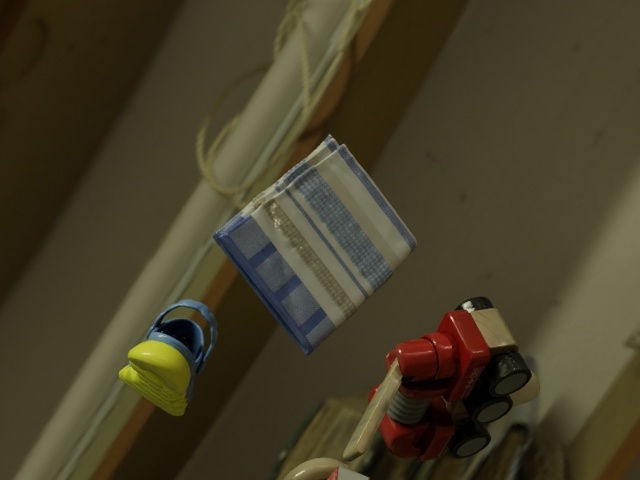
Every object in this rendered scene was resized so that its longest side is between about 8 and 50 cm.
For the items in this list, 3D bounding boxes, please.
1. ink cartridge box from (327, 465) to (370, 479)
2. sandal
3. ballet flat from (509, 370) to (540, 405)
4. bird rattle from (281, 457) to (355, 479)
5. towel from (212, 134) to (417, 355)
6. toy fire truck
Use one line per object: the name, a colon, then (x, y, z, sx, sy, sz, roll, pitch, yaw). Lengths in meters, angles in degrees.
ink cartridge box: (0.016, 0.403, 1.626, 0.099, 0.056, 0.135, -82, 17, -53)
sandal: (-0.227, 0.182, 1.785, 0.138, 0.126, 0.317, -58, 5, -22)
ballet flat: (0.256, 0.219, 1.870, 0.086, 0.248, 0.086, -176, 90, -74)
bird rattle: (-0.026, 0.446, 1.875, 0.207, 0.253, 0.143, -59, 21, -2)
towel: (0.000, 0.000, 1.573, 0.285, 0.209, 0.034, -43, 6, -41)
toy fire truck: (0.112, 0.200, 1.405, 0.246, 0.159, 0.217, -6, -39, -24)
